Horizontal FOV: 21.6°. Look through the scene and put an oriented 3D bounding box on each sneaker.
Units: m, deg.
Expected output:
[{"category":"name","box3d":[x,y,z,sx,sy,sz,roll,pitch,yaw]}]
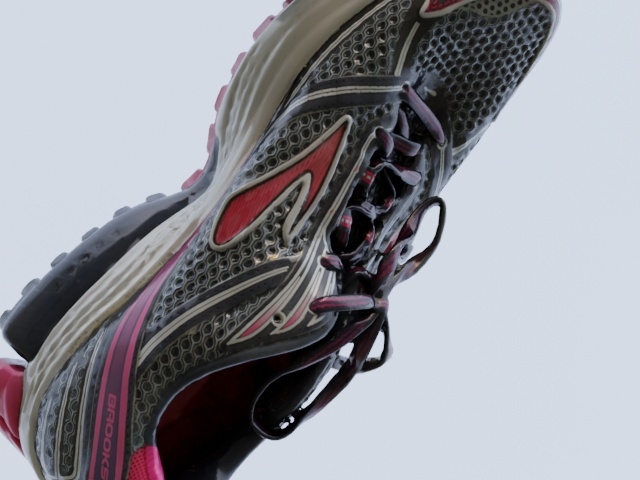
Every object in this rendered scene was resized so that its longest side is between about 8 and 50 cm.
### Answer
[{"category":"sneaker","box3d":[0.000,0.000,0.694,0.299,0.112,0.121,-49,-44,-2]}]
